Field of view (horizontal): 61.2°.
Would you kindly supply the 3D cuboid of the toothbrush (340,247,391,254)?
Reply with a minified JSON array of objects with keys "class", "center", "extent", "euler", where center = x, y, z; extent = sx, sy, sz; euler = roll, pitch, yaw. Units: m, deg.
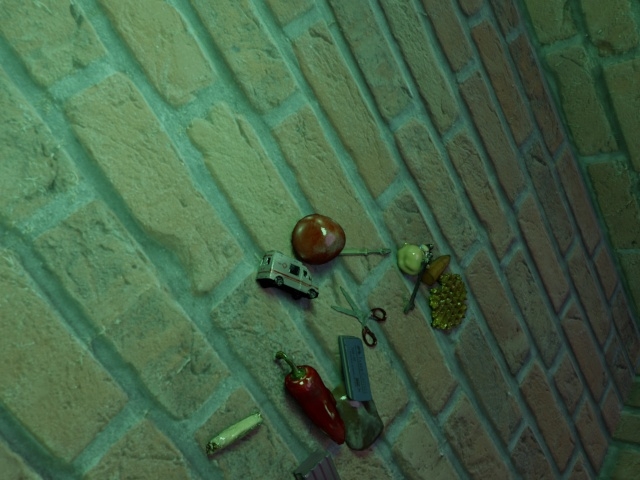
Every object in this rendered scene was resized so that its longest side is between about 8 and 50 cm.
[{"class":"toothbrush","center":[0.140,0.039,1.894],"extent":[0.294,0.028,0.026],"euler":[0,86,-35]}]

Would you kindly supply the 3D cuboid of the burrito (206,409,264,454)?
[{"class":"burrito","center":[-0.239,0.543,1.531],"extent":[0.185,0.041,0.045],"euler":[-19,58,-39]}]

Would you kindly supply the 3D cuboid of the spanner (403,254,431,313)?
[{"class":"spanner","center":[0.357,0.164,1.991],"extent":[0.054,0.015,0.254],"euler":[-12,126,-41]}]

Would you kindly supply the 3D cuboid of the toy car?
[{"class":"toy car","center":[-0.091,0.111,1.652],"extent":[0.210,0.089,0.108],"euler":[26,66,-33]}]

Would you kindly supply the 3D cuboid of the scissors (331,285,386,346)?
[{"class":"scissors","center":[0.134,0.256,1.879],"extent":[0.248,0.017,0.144],"euler":[40,63,-30]}]

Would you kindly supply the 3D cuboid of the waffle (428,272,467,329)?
[{"class":"waffle","center":[0.518,0.244,2.182],"extent":[0.231,0.051,0.228],"euler":[-1,87,-41]}]

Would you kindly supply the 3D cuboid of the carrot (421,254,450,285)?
[{"class":"carrot","center":[0.467,0.105,2.144],"extent":[0.205,0.072,0.072],"euler":[-33,108,-42]}]

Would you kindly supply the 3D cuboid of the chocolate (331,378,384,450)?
[{"class":"chocolate","center":[0.137,0.587,1.817],"extent":[0.157,0.080,0.254],"euler":[-35,109,-36]}]

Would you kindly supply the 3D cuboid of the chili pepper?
[{"class":"chili pepper","center":[-0.020,0.491,1.674],"extent":[0.110,0.110,0.387],"euler":[-46,118,-33]}]

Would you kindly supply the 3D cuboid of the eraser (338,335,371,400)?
[{"class":"eraser","center":[0.113,0.418,1.786],"extent":[0.082,0.036,0.225],"euler":[11,59,-36]}]

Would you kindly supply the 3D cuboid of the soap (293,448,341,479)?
[{"class":"soap","center":[0.006,0.777,1.702],"extent":[0.122,0.065,0.203],"euler":[-30,107,-38]}]

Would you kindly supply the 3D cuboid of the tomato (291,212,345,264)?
[{"class":"tomato","center":[0.000,0.000,1.697],"extent":[0.167,0.167,0.167],"euler":[3,85,-40]}]

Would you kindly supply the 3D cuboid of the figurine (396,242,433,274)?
[{"class":"figurine","center":[0.370,0.064,2.039],"extent":[0.196,0.108,0.114],"euler":[-12,111,-47]}]
